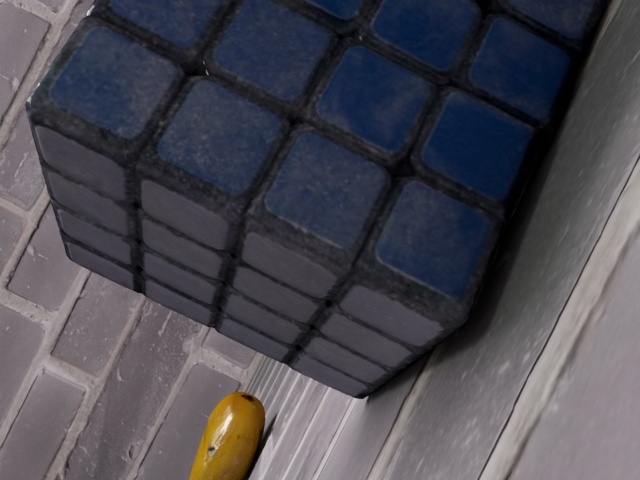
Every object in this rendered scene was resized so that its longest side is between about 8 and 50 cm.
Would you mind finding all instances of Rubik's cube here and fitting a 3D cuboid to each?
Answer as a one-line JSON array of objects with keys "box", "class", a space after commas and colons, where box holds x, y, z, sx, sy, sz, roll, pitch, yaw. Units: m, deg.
[{"box": [-0.013, -0.099, 0.802, 0.337, 0.344, 0.344, -63, 1, -21], "class": "Rubik's cube"}]

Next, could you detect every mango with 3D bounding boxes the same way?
[{"box": [-0.178, 0.409, 1.708, 0.157, 0.109, 0.262, -137, 69, -77], "class": "mango"}]
